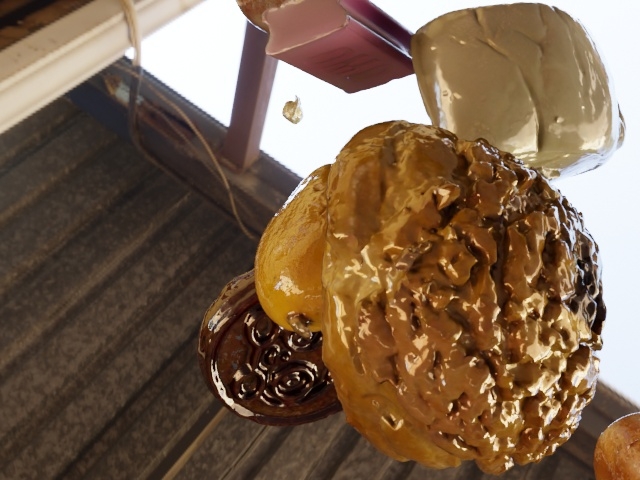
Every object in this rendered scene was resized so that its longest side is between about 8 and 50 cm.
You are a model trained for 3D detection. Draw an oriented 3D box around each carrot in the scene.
[{"bbox_3d":[0.590,0.429,1.187,0.196,0.195,0.254,23,-168,0],"label":"carrot"}]

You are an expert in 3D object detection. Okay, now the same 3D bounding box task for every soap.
[{"bbox_3d":[0.032,-0.253,0.901,0.203,0.122,0.065,7,-106,-57],"label":"soap"}]

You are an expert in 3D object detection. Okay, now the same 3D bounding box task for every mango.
[{"bbox_3d":[0.000,0.000,0.875,0.119,0.177,0.316,43,-153,-26],"label":"mango"}]

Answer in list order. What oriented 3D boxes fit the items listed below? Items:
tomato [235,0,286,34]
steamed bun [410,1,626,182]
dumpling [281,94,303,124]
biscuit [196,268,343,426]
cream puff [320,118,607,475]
[{"bbox_3d":[-0.046,-0.593,1.544,0.317,0.282,0.316,-2,-118,4],"label":"tomato"},{"bbox_3d":[0.285,-0.192,0.968,0.236,0.383,0.246,-9,-96,23],"label":"steamed bun"},{"bbox_3d":[-0.055,-0.289,1.557,0.052,0.057,0.076,41,-167,21],"label":"dumpling"},{"bbox_3d":[-0.045,0.220,1.434,0.408,0.407,0.091,-2,-152,-17],"label":"biscuit"},{"bbox_3d":[0.144,0.048,0.661,0.231,0.342,0.327,-6,-164,24],"label":"cream puff"}]
